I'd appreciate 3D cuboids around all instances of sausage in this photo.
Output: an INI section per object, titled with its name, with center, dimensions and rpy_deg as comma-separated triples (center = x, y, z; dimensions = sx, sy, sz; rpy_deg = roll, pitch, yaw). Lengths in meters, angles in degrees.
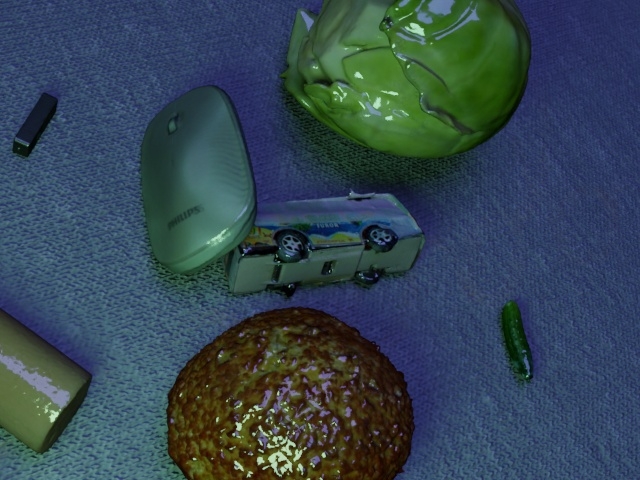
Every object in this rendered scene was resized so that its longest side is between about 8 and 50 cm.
[sausage]
center = -0.426, 0.156, 1.288
dimensions = 0.252, 0.123, 0.123
rpy_deg = 34, 53, 3

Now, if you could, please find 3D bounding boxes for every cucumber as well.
[cucumber]
center = 0.319, 0.168, 1.613
dimensions = 0.037, 0.037, 0.155
rpy_deg = 4, 55, -18

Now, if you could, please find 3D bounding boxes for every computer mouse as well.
[computer mouse]
center = -0.195, -0.100, 1.504
dimensions = 0.095, 0.197, 0.331
rpy_deg = 37, 29, -49

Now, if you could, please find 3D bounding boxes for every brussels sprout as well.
[brussels sprout]
center = 0.167, -0.300, 1.679
dimensions = 0.361, 0.425, 0.343
rpy_deg = 29, 95, -28

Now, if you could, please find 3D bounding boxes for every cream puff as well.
[cream puff]
center = -0.029, 0.232, 1.325
dimensions = 0.350, 0.229, 0.351
rpy_deg = 8, 56, -12

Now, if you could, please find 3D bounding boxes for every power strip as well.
[power strip]
center = -0.445, -0.180, 1.552
dimensions = 0.029, 0.038, 0.111
rpy_deg = 24, 55, -6

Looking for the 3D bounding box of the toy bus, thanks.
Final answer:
[toy bus]
center = 0.000, 0.000, 1.564
dimensions = 0.316, 0.112, 0.138
rpy_deg = -5, 50, -24
